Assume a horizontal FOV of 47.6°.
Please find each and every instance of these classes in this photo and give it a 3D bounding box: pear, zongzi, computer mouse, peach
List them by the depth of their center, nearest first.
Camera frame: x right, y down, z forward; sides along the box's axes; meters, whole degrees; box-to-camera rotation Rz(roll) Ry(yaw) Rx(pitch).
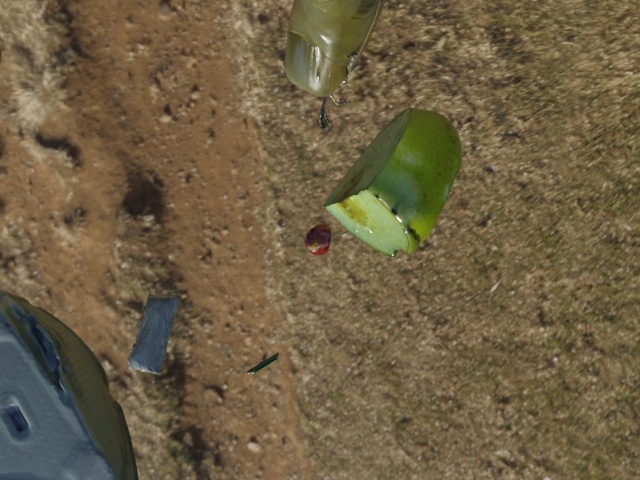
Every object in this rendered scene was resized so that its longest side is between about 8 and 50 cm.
[{"bbox_3d":[-0.429,0.264,1.133,0.228,0.145,0.429,-27,91,14],"label":"computer mouse"},{"bbox_3d":[0.156,-0.117,1.339,0.159,0.292,0.292,35,126,-11],"label":"pear"},{"bbox_3d":[-0.009,-0.394,1.464,0.181,0.418,0.447,27,122,5],"label":"zongzi"},{"bbox_3d":[0.000,0.000,1.921,0.083,0.050,0.077,-37,105,3],"label":"peach"}]

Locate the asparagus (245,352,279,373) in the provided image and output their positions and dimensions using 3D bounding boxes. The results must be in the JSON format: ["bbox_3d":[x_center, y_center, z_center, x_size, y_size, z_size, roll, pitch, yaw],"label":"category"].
[{"bbox_3d":[-0.160,0.347,2.020,0.108,0.025,0.021,-29,64,-4],"label":"asparagus"}]

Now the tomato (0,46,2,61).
[{"bbox_3d":[-0.682,-0.333,1.222,0.260,0.259,0.180,62,153,1],"label":"tomato"}]

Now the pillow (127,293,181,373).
[{"bbox_3d":[-0.475,0.262,2.066,0.148,0.050,0.230,4,77,38],"label":"pillow"}]
